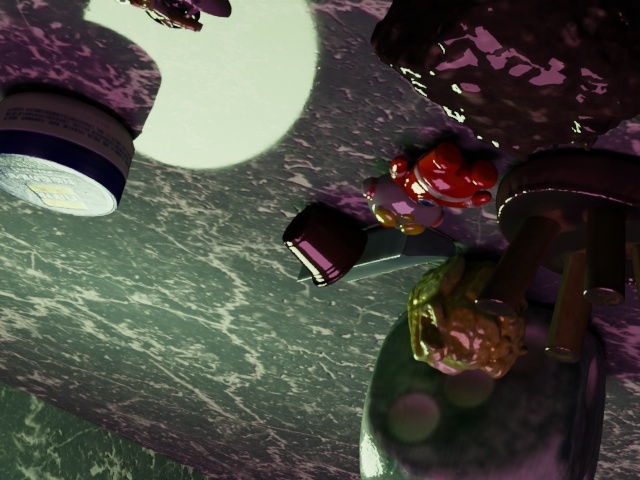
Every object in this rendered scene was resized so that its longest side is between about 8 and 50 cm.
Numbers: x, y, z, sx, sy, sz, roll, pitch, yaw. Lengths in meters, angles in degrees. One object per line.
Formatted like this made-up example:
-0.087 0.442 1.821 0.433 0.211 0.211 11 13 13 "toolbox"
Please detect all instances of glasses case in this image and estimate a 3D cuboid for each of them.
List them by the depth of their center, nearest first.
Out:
0.078 0.018 2.054 0.105 0.056 0.266 1 170 -35 "glasses case"

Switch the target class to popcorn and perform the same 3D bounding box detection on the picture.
0.218 0.115 2.016 0.185 0.167 0.187 8 162 9 "popcorn"

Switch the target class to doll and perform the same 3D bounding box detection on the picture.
0.129 -0.063 1.770 0.142 0.076 0.245 25 153 -20 "doll"

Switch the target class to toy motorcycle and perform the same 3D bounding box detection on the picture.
-0.175 -0.293 1.415 0.152 0.073 0.225 -5 150 38 "toy motorcycle"

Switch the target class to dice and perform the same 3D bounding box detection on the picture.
0.268 0.291 2.198 0.328 0.348 0.330 8 151 20 "dice"

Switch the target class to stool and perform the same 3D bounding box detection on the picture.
0.335 0.028 1.697 0.272 0.178 0.272 13 157 6 "stool"

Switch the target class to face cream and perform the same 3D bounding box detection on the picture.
-0.367 -0.123 1.923 0.206 0.111 0.206 14 160 5 "face cream"

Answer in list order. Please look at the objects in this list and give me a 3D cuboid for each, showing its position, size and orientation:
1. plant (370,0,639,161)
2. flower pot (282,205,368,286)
0.222 -0.178 1.221 0.312 0.213 0.215 30 153 -28 "plant"
0.000 0.000 2.000 0.089 0.111 0.111 42 150 -20 "flower pot"
